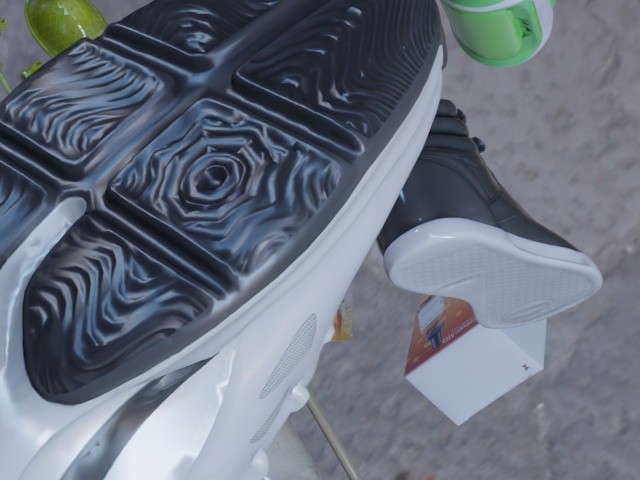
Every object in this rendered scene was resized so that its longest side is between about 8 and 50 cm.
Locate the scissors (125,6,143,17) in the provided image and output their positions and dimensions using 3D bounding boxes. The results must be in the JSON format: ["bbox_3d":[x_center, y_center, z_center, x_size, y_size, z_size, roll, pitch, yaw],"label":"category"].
[{"bbox_3d":[-0.118,-0.181,1.557,0.109,0.297,0.021,-38,70,24],"label":"scissors"}]

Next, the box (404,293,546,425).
[{"bbox_3d":[0.177,0.098,1.750,0.091,0.130,0.170,43,29,-16],"label":"box"}]

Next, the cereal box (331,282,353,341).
[{"bbox_3d":[0.000,0.000,1.850,0.047,0.173,0.240,-1,88,15],"label":"cereal box"}]

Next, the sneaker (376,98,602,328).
[{"bbox_3d":[0.122,-0.024,1.199,0.104,0.295,0.147,-30,63,23],"label":"sneaker"}]

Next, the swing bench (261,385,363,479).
[{"bbox_3d":[-0.103,0.273,1.776,0.165,0.254,0.253,-20,76,-45],"label":"swing bench"}]

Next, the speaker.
[{"bbox_3d":[0.196,-0.287,1.783,0.131,0.296,0.131,-2,81,12],"label":"speaker"}]

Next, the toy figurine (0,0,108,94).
[{"bbox_3d":[-0.391,-0.386,1.914,0.191,0.217,0.362,-33,81,-34],"label":"toy figurine"}]

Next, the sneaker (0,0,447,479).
[{"bbox_3d":[-0.081,0.092,0.703,0.169,0.257,0.447,29,73,35],"label":"sneaker"}]
